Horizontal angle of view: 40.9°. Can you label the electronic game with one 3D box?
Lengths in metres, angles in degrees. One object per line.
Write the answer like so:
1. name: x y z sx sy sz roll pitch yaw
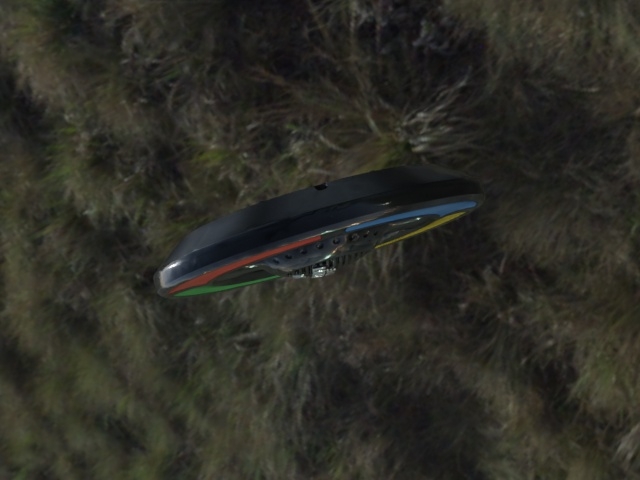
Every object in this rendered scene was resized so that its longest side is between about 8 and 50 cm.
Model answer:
1. electronic game: 0.000 0.000 0.583 0.229 0.229 0.048 -22 82 47
